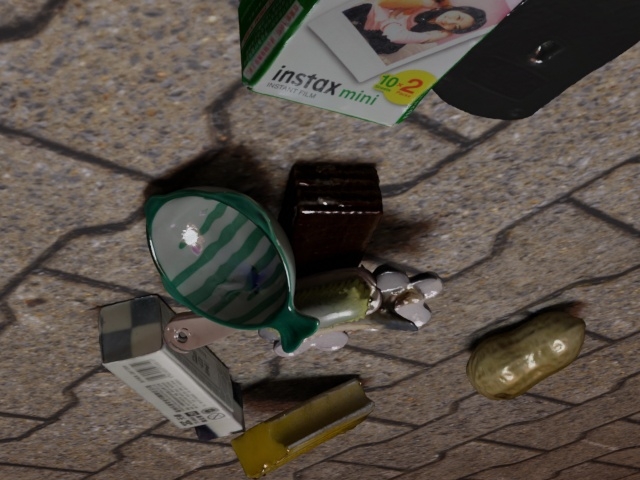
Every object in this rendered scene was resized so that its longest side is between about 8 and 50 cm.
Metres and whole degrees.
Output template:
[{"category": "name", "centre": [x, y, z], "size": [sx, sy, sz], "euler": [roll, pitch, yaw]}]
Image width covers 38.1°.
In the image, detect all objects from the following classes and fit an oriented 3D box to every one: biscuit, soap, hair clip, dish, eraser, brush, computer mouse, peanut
[{"category": "biscuit", "centre": [0.000, 0.000, 1.165], "size": [0.106, 0.070, 0.252], "euler": [-1, 150, -12]}, {"category": "soap", "centre": [-0.043, 0.343, 1.655], "size": [0.257, 0.080, 0.160], "euler": [-19, 161, -36]}, {"category": "hair clip", "centre": [0.041, 0.101, 1.221], "size": [0.256, 0.075, 0.146], "euler": [-14, 150, 23]}, {"category": "dish", "centre": [-0.093, 0.017, 1.098], "size": [0.246, 0.078, 0.224], "euler": [42, 134, -2]}, {"category": "eraser", "centre": [-0.220, 0.213, 1.458], "size": [0.098, 0.096, 0.404], "euler": [-14, 151, 7]}, {"category": "brush", "centre": [-0.074, 0.098, 1.166], "size": [0.312, 0.072, 0.067], "euler": [-14, -165, 22]}, {"category": "computer mouse", "centre": [0.205, -0.208, 0.835], "size": [0.137, 0.086, 0.269], "euler": [18, 151, -24]}, {"category": "peanut", "centre": [0.346, 0.194, 1.561], "size": [0.120, 0.110, 0.236], "euler": [29, 134, -28]}]

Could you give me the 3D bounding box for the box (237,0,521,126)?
[{"category": "box", "centre": [0.054, -0.209, 0.777], "size": [0.180, 0.103, 0.250], "euler": [10, 145, -29]}]
